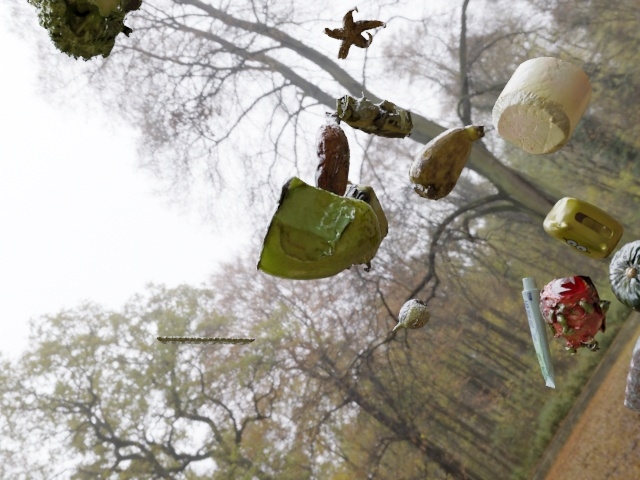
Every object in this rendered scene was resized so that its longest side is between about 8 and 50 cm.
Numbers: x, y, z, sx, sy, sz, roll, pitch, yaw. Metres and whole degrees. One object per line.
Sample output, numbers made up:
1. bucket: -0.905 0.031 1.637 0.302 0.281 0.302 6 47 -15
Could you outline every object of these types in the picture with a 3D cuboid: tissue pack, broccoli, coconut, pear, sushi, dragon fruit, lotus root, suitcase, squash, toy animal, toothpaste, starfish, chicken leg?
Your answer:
1. tissue pack: 0.687 -0.033 1.354 0.123 0.178 0.127 -58 -6 2
2. broccoli: -0.420 -0.462 0.951 0.227 0.176 0.198 -30 -29 10
3. coconut: 0.615 -0.379 1.436 0.244 0.239 0.239 -54 -27 -27
4. pear: 0.000 0.000 1.189 0.164 0.256 0.238 148 143 -84
5. sushi: 0.188 -0.449 1.823 0.291 0.139 0.131 8 -31 -18
6. dragon fruit: 0.631 0.184 1.278 0.160 0.167 0.171 -40 -66 -23
7. lotus root: 0.261 -0.170 1.079 0.190 0.094 0.108 -52 -47 -1
8. suitcase: 0.099 -0.044 1.591 0.193 0.143 0.234 -60 -41 -32
9. squash: 0.895 0.101 1.407 0.173 0.218 0.218 25 -82 -24
10. toy animal: 0.299 0.251 1.741 0.137 0.098 0.098 -25 -20 20
11. toothpaste: 0.595 0.247 1.409 0.075 0.048 0.296 52 -151 -80
12. starfish: 0.106 -0.653 1.612 0.190 0.074 0.146 -22 -49 10
13. chicken leg: 0.035 -0.249 1.441 0.157 0.096 0.406 87 -176 -52

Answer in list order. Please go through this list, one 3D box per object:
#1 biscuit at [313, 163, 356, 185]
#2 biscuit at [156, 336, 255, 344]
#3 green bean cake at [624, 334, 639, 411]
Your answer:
1. biscuit: 0.055 -0.211 1.782 0.145 0.224 0.033 4 -60 -54
2. biscuit: -0.288 0.251 1.297 0.139 0.232 0.016 136 135 -69
3. green bean cake: 0.640 0.241 0.854 0.097 0.233 0.198 -44 -49 -30
